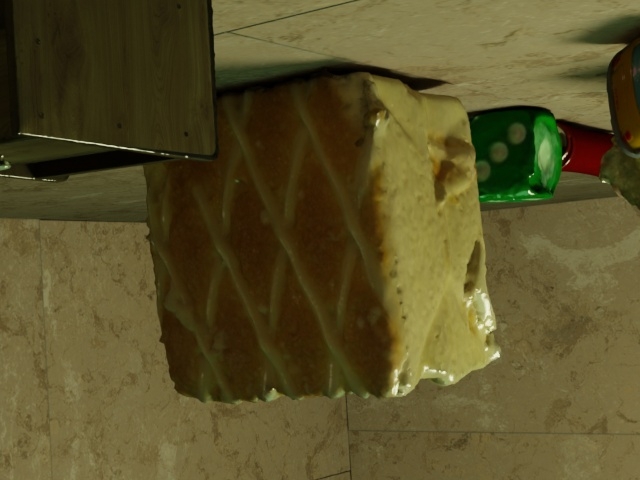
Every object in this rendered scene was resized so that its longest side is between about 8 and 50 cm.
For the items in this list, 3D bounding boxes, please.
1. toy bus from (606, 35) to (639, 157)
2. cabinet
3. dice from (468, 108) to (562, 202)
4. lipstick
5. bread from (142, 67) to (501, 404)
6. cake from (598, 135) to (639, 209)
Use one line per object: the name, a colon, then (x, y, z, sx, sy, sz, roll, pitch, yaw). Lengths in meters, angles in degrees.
toy bus: (0.412, -0.161, 1.208, 0.209, 0.126, 0.136, -3, 168, -2)
cabinet: (-0.213, -0.123, 0.895, 0.174, 0.148, 0.215, -6, 175, 32)
dice: (0.277, -0.121, 1.708, 0.120, 0.128, 0.131, -3, 179, 29)
lipstick: (0.420, -0.144, 1.902, 0.080, 0.080, 0.241, -6, 176, 35)
bread: (0.000, 0.000, 1.452, 0.371, 0.390, 0.279, -8, -177, 34)
cake: (0.504, -0.102, 1.443, 0.286, 0.222, 0.227, -5, 175, 39)
